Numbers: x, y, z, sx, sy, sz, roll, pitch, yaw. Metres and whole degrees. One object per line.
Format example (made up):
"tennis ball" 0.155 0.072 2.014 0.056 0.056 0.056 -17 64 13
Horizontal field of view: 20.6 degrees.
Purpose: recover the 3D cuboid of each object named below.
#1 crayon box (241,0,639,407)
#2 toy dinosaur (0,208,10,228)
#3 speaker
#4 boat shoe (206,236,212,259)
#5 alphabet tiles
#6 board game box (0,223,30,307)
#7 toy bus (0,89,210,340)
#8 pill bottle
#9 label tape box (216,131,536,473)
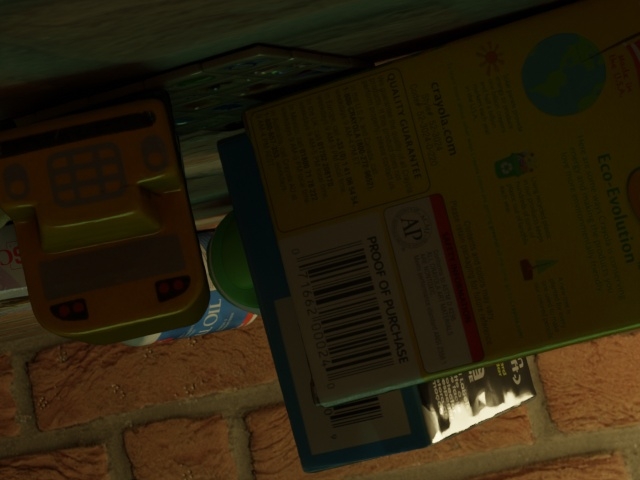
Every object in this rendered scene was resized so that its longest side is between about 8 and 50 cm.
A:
"crayon box" 0.129 -0.029 1.100 0.318 0.202 0.081 -15 176 21
"toy dinosaur" -0.244 -0.021 1.292 0.183 0.053 0.092 -10 174 -23
"speaker" -0.010 0.001 1.758 0.131 0.131 0.296 -10 176 -26
"boat shoe" 0.000 0.000 1.950 0.258 0.109 0.089 -11 180 25
"alphabet tiles" -0.067 -0.090 1.140 0.198 0.009 0.237 -14 176 26
"board game box" -0.360 0.041 1.738 0.318 0.066 0.318 -10 176 -27
"toy bus" -0.134 -0.006 1.131 0.108 0.130 0.333 -11 176 -4
"pill bottle" -0.188 0.059 2.086 0.221 0.124 0.124 -9 175 -36
"label tape box" 0.073 0.023 1.378 0.115 0.249 0.347 -17 177 27
